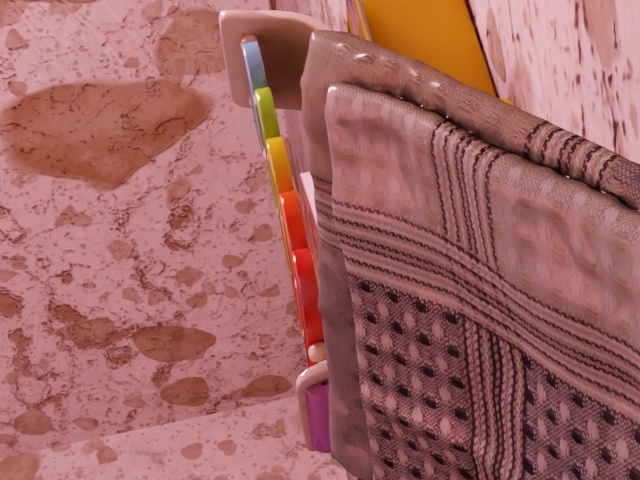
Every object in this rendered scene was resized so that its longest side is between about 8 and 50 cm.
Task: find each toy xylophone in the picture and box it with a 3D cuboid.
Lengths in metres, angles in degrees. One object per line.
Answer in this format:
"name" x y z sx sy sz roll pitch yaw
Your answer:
"toy xylophone" 0.000 0.000 1.061 0.236 0.081 0.323 82 175 -52

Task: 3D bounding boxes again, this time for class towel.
"towel" 0.089 0.095 0.636 0.324 0.056 0.312 35 140 50

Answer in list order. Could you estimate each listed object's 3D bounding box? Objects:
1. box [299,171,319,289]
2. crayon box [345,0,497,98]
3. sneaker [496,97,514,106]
"box" 0.041 0.017 1.669 0.130 0.091 0.170 -108 7 -58
"crayon box" 0.079 -0.031 1.046 0.323 0.083 0.203 85 173 -62
"sneaker" 0.081 0.013 0.743 0.067 0.064 0.175 117 146 -71
